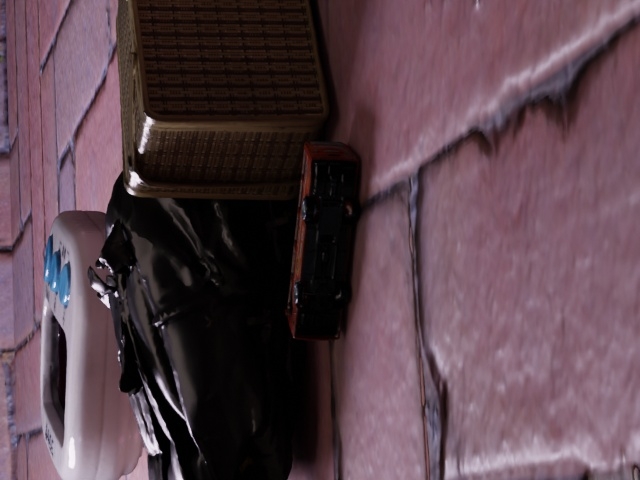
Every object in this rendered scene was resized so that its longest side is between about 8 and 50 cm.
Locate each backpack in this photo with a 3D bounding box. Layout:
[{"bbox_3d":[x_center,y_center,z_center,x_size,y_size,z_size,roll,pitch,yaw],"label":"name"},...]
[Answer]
[{"bbox_3d":[-0.077,0.065,1.191,0.206,0.133,0.258,128,132,-72],"label":"backpack"}]

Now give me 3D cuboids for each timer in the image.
[{"bbox_3d":[-0.212,0.097,1.759,0.262,0.087,0.237,-145,56,-73],"label":"timer"}]

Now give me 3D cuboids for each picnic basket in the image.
[{"bbox_3d":[-0.063,-0.107,1.123,0.079,0.115,0.164,107,158,-55],"label":"picnic basket"}]

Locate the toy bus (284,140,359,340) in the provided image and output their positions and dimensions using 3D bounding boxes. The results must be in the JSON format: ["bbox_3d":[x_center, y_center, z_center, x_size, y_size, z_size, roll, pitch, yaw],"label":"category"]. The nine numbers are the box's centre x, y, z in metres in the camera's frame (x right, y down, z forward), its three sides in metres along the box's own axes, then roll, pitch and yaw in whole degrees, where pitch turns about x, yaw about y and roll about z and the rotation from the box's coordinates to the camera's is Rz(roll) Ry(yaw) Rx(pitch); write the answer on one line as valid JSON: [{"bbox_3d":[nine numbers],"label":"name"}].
[{"bbox_3d":[0.000,0.000,1.054,0.043,0.031,0.110,-118,32,-65],"label":"toy bus"}]
